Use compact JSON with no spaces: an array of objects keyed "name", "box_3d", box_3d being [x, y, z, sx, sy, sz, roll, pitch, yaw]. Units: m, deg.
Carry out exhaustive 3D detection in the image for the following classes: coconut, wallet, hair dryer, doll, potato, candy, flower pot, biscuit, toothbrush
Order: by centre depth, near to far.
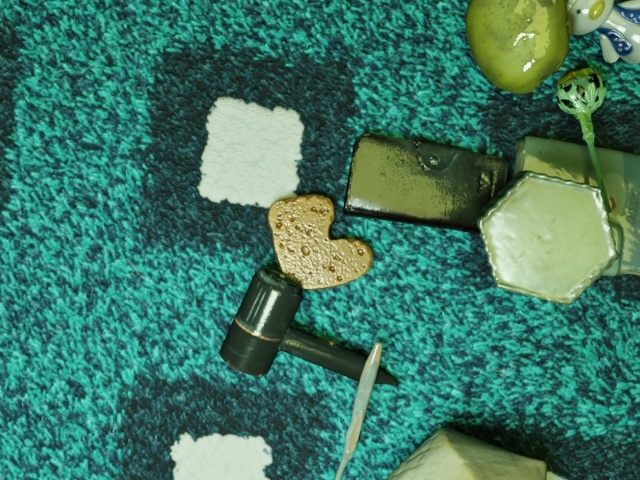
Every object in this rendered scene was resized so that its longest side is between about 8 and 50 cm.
[{"name":"coconut","box_3d":[0.270,0.488,1.158,0.328,0.329,0.329,0,90,-2]},{"name":"flower pot","box_3d":[0.396,-0.011,1.160,0.209,0.189,0.239,-15,91,14]},{"name":"potato","box_3d":[0.374,-0.404,1.232,0.148,0.197,0.228,-25,76,-42]},{"name":"candy","box_3d":[0.519,-0.194,1.236,0.091,0.083,0.305,-8,70,6]},{"name":"hair dryer","box_3d":[0.004,0.195,1.250,0.352,0.107,0.189,22,100,-12]},{"name":"toothbrush","box_3d":[0.064,0.369,1.250,0.028,0.037,0.375,11,100,-18]},{"name":"doll","box_3d":[0.561,-0.428,1.258,0.293,0.119,0.138,29,123,-2]},{"name":"wallet","box_3d":[0.545,-0.058,1.272,0.360,0.083,0.252,10,88,4]},{"name":"biscuit","box_3d":[0.000,0.000,1.277,0.186,0.036,0.192,-14,92,0]},{"name":"wallet","box_3d":[0.212,-0.109,1.282,0.318,0.045,0.172,9,91,-3]}]
